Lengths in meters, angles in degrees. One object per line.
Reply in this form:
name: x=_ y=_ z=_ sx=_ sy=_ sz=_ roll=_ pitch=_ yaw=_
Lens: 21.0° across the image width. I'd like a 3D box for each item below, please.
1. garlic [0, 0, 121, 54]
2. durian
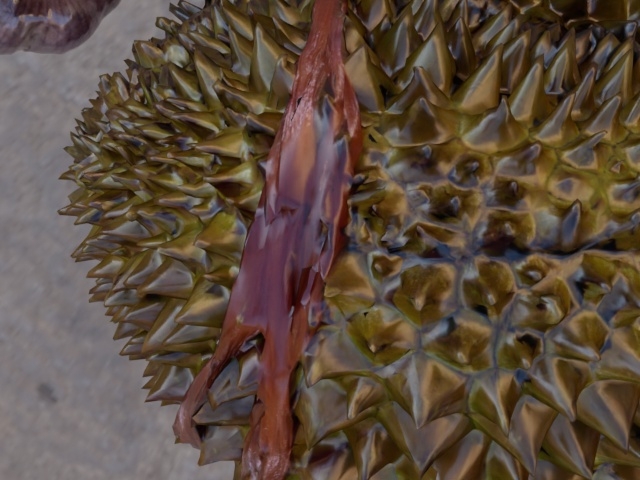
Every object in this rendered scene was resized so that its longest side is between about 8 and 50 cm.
garlic: x=-0.198 y=-0.199 z=1.199 sx=0.159 sy=0.102 sz=0.147 roll=-27 pitch=117 yaw=-21
durian: x=0.064 y=-0.017 z=0.820 sx=0.384 sy=0.347 sz=0.347 roll=-2 pitch=111 yaw=22
